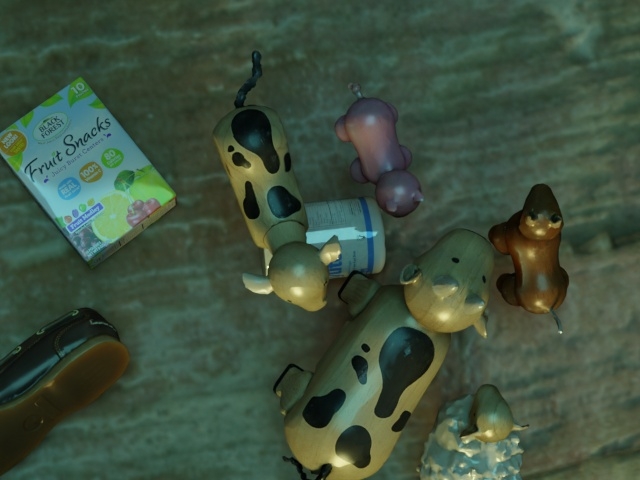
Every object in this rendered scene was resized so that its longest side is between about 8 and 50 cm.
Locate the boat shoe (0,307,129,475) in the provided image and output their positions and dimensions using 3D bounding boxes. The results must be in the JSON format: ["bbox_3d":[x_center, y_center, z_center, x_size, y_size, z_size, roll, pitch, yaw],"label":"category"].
[{"bbox_3d":[-0.260,0.135,1.014,0.207,0.073,0.073,-34,46,-15],"label":"boat shoe"}]

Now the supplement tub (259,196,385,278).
[{"bbox_3d":[0.000,0.000,1.063,0.107,0.071,0.071,-7,79,-7],"label":"supplement tub"}]

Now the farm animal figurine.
[{"bbox_3d":[0.048,0.050,0.951,0.330,0.172,0.327,16,95,-9],"label":"farm animal figurine"}]

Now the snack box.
[{"bbox_3d":[-0.210,-0.060,1.071,0.100,0.037,0.141,-38,84,-13],"label":"snack box"}]
